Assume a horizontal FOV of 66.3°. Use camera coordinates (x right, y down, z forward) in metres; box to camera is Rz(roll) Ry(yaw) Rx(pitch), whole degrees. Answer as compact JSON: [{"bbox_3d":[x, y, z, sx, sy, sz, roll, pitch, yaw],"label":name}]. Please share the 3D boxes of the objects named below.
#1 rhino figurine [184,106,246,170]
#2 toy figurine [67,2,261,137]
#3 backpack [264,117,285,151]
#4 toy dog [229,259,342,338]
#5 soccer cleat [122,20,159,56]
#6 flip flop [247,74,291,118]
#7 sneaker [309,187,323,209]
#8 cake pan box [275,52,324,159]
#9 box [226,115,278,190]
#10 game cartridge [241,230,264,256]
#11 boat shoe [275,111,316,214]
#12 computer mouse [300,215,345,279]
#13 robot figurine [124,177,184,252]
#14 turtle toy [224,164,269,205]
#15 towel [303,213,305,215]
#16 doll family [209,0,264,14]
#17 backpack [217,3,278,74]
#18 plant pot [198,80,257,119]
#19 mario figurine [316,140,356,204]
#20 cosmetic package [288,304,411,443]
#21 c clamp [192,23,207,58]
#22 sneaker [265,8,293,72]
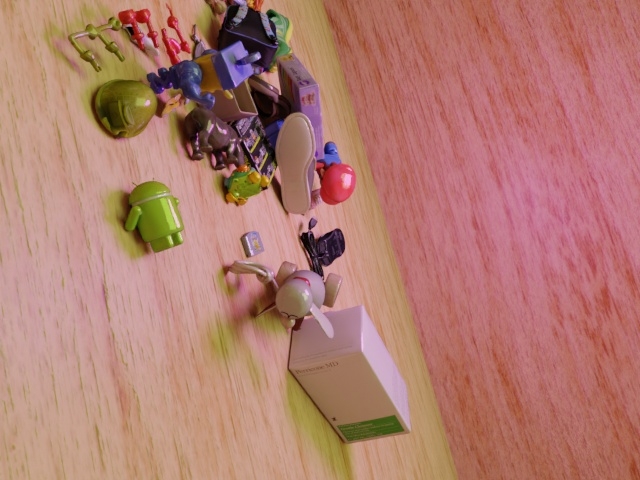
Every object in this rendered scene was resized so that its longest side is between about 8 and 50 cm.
[{"bbox_3d":[-0.216,-0.215,1.075,0.243,0.073,0.107,17,60,-72],"label":"rhino figurine"},{"bbox_3d":[-0.219,-0.321,0.860,0.363,0.217,0.191,-69,151,-59],"label":"toy figurine"},{"bbox_3d":[-0.113,-0.312,1.461,0.101,0.097,0.120,63,19,-18],"label":"backpack"},{"bbox_3d":[-0.057,0.147,1.088,0.333,0.220,0.161,6,99,-64],"label":"toy dog"},{"bbox_3d":[-0.339,-0.379,0.925,0.083,0.029,0.036,53,34,-42],"label":"soccer cleat"},{"bbox_3d":[-0.157,-0.399,1.418,0.277,0.112,0.080,-28,143,-85],"label":"flip flop"},{"bbox_3d":[-0.005,-0.150,1.695,0.134,0.070,0.051,-66,139,-65],"label":"sneaker"},{"bbox_3d":[-0.062,-0.412,1.532,0.267,0.070,0.246,84,-14,-46],"label":"cake pan box"},{"bbox_3d":[-0.176,-0.246,1.286,0.191,0.045,0.184,-81,152,-57],"label":"box"},{"bbox_3d":[-0.157,0.006,1.143,0.056,0.017,0.083,68,17,-2],"label":"game cartridge"},{"bbox_3d":[-0.066,-0.224,1.382,0.091,0.109,0.305,-83,176,-54],"label":"boat shoe"},{"bbox_3d":[0.000,0.000,1.590,0.262,0.060,0.184,-49,125,-57],"label":"computer mouse"},{"bbox_3d":[-0.258,-0.041,0.772,0.101,0.067,0.115,-30,102,-61],"label":"robot figurine"},{"bbox_3d":[-0.172,-0.133,1.128,0.066,0.095,0.130,54,12,12],"label":"turtle toy"},{"bbox_3d":[-0.068,-0.124,1.570,0.060,0.009,0.083,30,46,-68],"label":"towel"},{"bbox_3d":[-0.238,-0.711,1.417,0.263,0.118,0.163,-51,122,-71],"label":"doll family"},{"bbox_3d":[-0.197,-0.554,1.327,0.158,0.117,0.173,12,46,-20],"label":"backpack"},{"bbox_3d":[-0.221,-0.321,1.116,0.109,0.096,0.109,68,17,-5],"label":"plant pot"},{"bbox_3d":[0.019,-0.218,1.682,0.321,0.197,0.170,-108,175,-51],"label":"mario figurine"},{"bbox_3d":[0.085,0.354,1.264,0.155,0.196,0.366,-85,151,-50],"label":"cosmetic package"},{"bbox_3d":[-0.269,-0.436,1.211,0.161,0.022,0.137,56,23,-43],"label":"c clamp"},{"bbox_3d":[-0.168,-0.692,1.700,0.123,0.109,0.296,29,44,-35],"label":"sneaker"}]
